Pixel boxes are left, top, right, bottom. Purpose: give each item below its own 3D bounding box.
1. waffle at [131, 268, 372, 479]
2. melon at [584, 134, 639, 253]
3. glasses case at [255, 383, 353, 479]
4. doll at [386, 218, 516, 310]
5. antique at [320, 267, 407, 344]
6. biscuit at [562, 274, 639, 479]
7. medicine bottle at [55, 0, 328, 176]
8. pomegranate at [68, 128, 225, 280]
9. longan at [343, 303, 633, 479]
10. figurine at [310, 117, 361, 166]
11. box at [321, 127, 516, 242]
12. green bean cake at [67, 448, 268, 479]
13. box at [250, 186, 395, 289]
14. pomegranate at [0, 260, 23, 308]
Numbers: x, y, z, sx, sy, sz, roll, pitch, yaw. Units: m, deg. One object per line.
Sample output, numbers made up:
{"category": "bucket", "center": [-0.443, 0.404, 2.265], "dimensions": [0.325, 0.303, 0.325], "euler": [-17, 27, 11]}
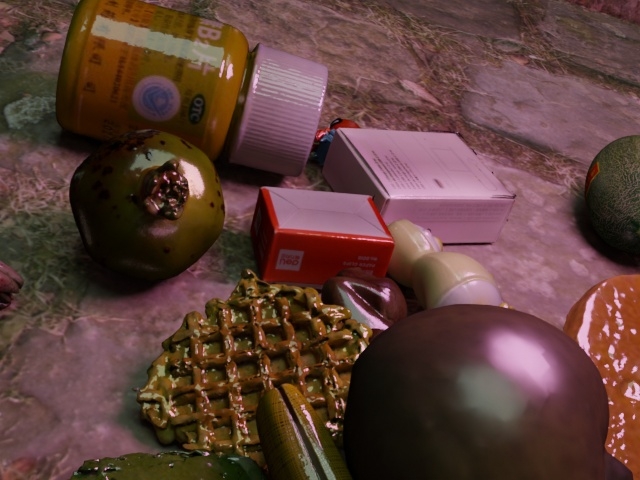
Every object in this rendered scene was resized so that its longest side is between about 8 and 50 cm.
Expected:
{"category": "waffle", "center": [-0.063, 0.151, 0.998], "dimensions": [0.254, 0.052, 0.245], "euler": [23, 58, 23]}
{"category": "melon", "center": [0.558, -0.078, 1.600], "dimensions": [0.182, 0.182, 0.287], "euler": [20, 32, 2]}
{"category": "glasses case", "center": [0.000, 0.237, 0.817], "dimensions": [0.064, 0.079, 0.234], "euler": [-18, 58, -17]}
{"category": "doll", "center": [0.168, 0.053, 1.263], "dimensions": [0.117, 0.141, 0.296], "euler": [-30, 43, -1]}
{"category": "antique", "center": [0.082, 0.137, 1.106], "dimensions": [0.143, 0.121, 0.257], "euler": [-5, 42, -33]}
{"category": "biscuit", "center": [0.470, 0.223, 1.152], "dimensions": [0.365, 0.062, 0.385], "euler": [14, 52, -9]}
{"category": "medicine bottle", "center": [-0.196, -0.233, 1.413], "dimensions": [0.384, 0.224, 0.224], "euler": [14, 33, -9]}
{"category": "pomegranate", "center": [-0.214, -0.036, 1.136], "dimensions": [0.198, 0.198, 0.246], "euler": [7, 19, -18]}
{"category": "longan", "center": [0.159, 0.191, 0.870], "dimensions": [0.300, 0.243, 0.300], "euler": [19, 42, -18]}
{"category": "figurine", "center": [0.032, -0.173, 1.577], "dimensions": [0.075, 0.068, 0.140], "euler": [39, 36, 16]}
{"category": "box", "center": [0.159, -0.092, 1.490], "dimensions": [0.252, 0.106, 0.203], "euler": [0, 39, -29]}
{"category": "green bean cake", "center": [-0.126, 0.287, 0.788], "dimensions": [0.200, 0.113, 0.214], "euler": [2, 34, -28]}
{"category": "box", "center": [0.000, 0.000, 1.287], "dimensions": [0.182, 0.099, 0.133], "euler": [4, 33, -19]}
{"category": "pomegranate", "center": [-0.427, 0.037, 1.024], "dimensions": [0.125, 0.163, 0.138], "euler": [-38, 36, -8]}
